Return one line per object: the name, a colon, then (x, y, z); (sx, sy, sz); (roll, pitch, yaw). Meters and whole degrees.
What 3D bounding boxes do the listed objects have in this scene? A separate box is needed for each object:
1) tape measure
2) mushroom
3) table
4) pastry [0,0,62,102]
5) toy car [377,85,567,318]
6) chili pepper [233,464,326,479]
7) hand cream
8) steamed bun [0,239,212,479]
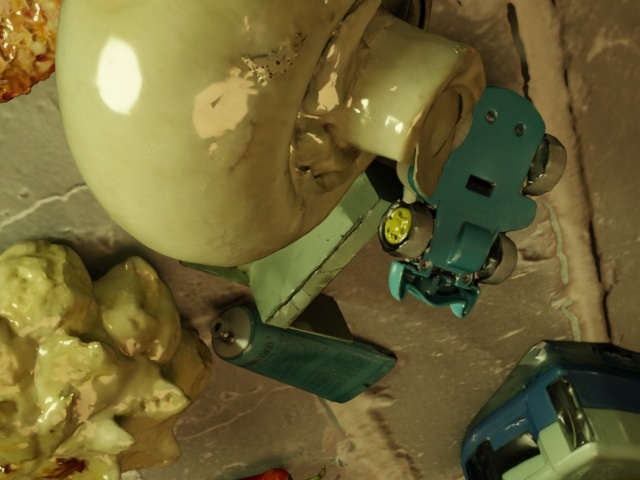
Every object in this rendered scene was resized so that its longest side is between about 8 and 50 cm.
tape measure: (0.293, 0.256, 1.065); (0.259, 0.138, 0.262); (15, 126, -33)
mushroom: (-0.015, -0.099, 0.502); (0.202, 0.246, 0.246); (23, 135, 16)
table: (0.000, 0.000, 0.736); (0.175, 0.062, 0.146); (19, 124, -40)
pastry: (-0.195, -0.120, 0.534); (0.169, 0.063, 0.087); (-20, 129, 4)
toy car: (0.091, -0.036, 0.675); (0.126, 0.098, 0.161); (16, 99, -34)
chili pepper: (-0.083, 0.277, 0.986); (0.191, 0.050, 0.059); (-20, 155, 8)
hand cream: (-0.017, 0.105, 0.854); (0.083, 0.048, 0.224); (-40, 141, 19)
steamed bun: (-0.235, 0.133, 0.718); (0.292, 0.137, 0.295); (-23, 140, 5)
